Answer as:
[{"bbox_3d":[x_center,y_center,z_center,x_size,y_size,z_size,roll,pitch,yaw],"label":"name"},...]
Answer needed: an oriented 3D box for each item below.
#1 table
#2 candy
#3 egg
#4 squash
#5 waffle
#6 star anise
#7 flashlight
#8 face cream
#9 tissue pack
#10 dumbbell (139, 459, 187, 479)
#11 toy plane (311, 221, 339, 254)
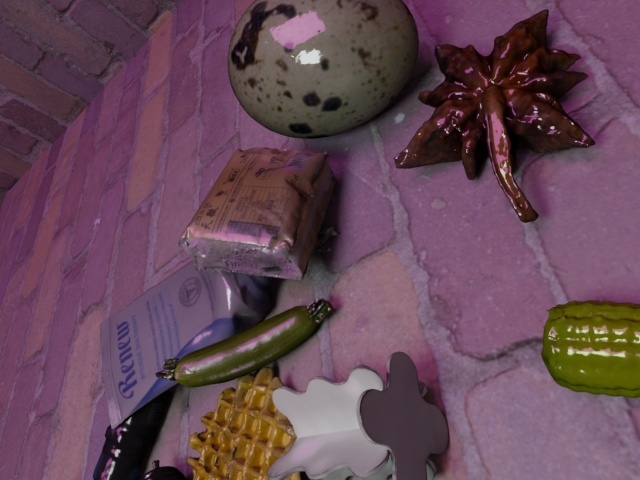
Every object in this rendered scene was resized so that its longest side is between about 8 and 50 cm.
[{"bbox_3d":[0.034,0.247,0.602,0.198,0.166,0.167,-28,50,39],"label":"table"},{"bbox_3d":[0.331,0.107,0.449,0.209,0.096,0.097,-3,65,35],"label":"candy"},{"bbox_3d":[-0.001,-0.339,0.875,0.378,0.287,0.288,3,68,26],"label":"egg"},{"bbox_3d":[-0.119,0.184,0.790,0.318,0.080,0.071,-23,69,1],"label":"squash"},{"bbox_3d":[-0.117,0.348,0.747,0.250,0.056,0.261,-41,41,16],"label":"waffle"},{"bbox_3d":[0.255,-0.200,0.686,0.292,0.108,0.350,11,75,51],"label":"star anise"},{"bbox_3d":[-0.409,0.487,0.906,0.103,0.103,0.425,1,68,43],"label":"flashlight"},{"bbox_3d":[-0.267,0.158,0.905,0.420,0.137,0.235,-34,57,13],"label":"face cream"},{"bbox_3d":[-0.100,-0.060,0.831,0.214,0.123,0.257,5,45,17],"label":"tissue pack"},{"bbox_3d":[-0.260,0.464,0.779,0.099,0.099,0.208,-48,42,11],"label":"dumbbell"},{"bbox_3d":[-0.002,-0.001,0.860,0.083,0.033,0.080,-38,35,20],"label":"toy plane"}]
